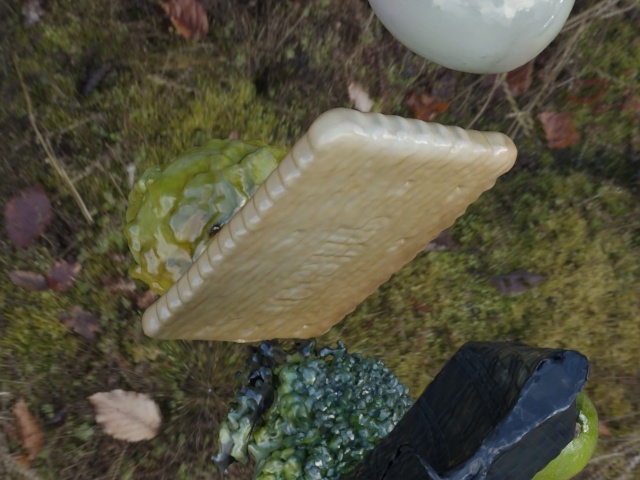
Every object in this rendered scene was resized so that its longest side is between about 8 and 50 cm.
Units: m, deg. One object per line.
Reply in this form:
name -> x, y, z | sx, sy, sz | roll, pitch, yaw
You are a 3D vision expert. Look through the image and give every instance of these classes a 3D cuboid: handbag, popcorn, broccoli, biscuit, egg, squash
handbag -> 0.048, 0.152, 0.596 | 0.089, 0.175, 0.270 | 44, 98, 11
popcorn -> -0.115, -0.009, 1.331 | 0.266, 0.192, 0.233 | 13, 104, 2
broccoli -> 0.012, 0.274, 1.435 | 0.272, 0.324, 0.334 | -35, 55, -4
biscuit -> 0.000, -0.001, 0.703 | 0.160, 0.249, 0.030 | 3, 56, -36
egg -> 0.210, -0.390, 1.550 | 0.345, 0.283, 0.283 | 17, 80, -18
squash -> 0.225, 0.203, 1.123 | 0.123, 0.186, 0.123 | 3, 68, -8
